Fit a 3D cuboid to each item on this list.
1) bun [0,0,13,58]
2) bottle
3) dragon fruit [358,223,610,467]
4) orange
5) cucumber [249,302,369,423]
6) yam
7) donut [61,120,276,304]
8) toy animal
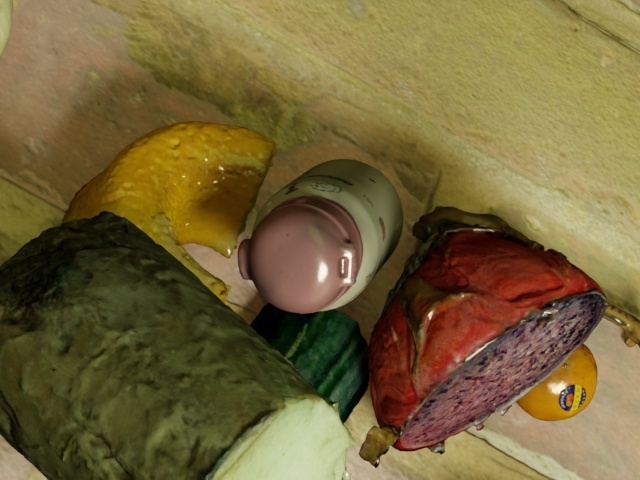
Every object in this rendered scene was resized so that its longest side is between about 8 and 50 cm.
[{"bbox_3d":[-0.377,-0.185,1.542,0.259,0.160,0.259,28,47,-34],"label":"bun"},{"bbox_3d":[0.000,0.000,1.601,0.110,0.110,0.233,41,16,2],"label":"bottle"},{"bbox_3d":[0.112,0.062,1.610,0.218,0.224,0.148,-6,55,-56],"label":"dragon fruit"},{"bbox_3d":[0.208,0.122,1.725,0.083,0.083,0.083,17,49,-21],"label":"orange"},{"bbox_3d":[-0.015,0.108,1.608,0.116,0.062,0.115,40,39,-1],"label":"cucumber"},{"bbox_3d":[-0.121,0.119,1.385,0.195,0.195,0.300,-15,41,-39],"label":"yam"},{"bbox_3d":[-0.136,-0.009,1.606,0.152,0.101,0.259,22,51,-9],"label":"donut"},{"bbox_3d":[0.200,0.035,1.797,0.275,0.054,0.149,19,24,-35],"label":"toy animal"}]
